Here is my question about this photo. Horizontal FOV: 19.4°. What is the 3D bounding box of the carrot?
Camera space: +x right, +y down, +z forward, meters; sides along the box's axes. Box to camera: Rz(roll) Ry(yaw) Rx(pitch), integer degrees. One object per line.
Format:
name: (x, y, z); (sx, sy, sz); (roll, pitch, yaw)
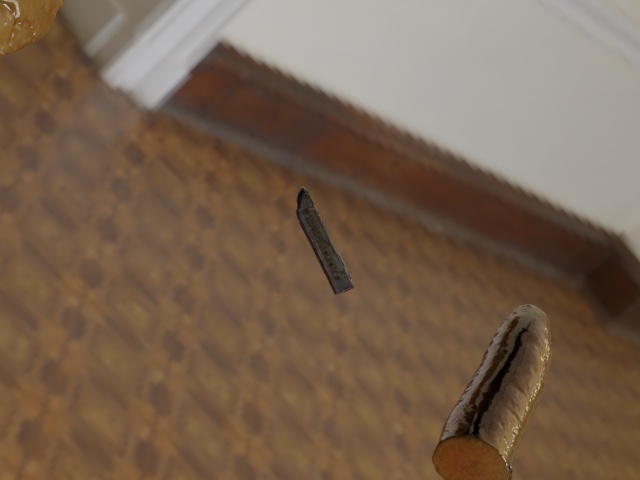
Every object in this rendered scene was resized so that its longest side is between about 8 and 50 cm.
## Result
carrot: (0.110, 0.086, 1.101); (0.048, 0.048, 0.139); (44, 45, -11)

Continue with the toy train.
toy train: (0.000, 0.000, 1.367); (0.083, 0.017, 0.017); (64, 4, 10)

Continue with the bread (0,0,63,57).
bread: (-0.243, -0.220, 1.223); (0.139, 0.143, 0.229); (-13, 93, -42)
